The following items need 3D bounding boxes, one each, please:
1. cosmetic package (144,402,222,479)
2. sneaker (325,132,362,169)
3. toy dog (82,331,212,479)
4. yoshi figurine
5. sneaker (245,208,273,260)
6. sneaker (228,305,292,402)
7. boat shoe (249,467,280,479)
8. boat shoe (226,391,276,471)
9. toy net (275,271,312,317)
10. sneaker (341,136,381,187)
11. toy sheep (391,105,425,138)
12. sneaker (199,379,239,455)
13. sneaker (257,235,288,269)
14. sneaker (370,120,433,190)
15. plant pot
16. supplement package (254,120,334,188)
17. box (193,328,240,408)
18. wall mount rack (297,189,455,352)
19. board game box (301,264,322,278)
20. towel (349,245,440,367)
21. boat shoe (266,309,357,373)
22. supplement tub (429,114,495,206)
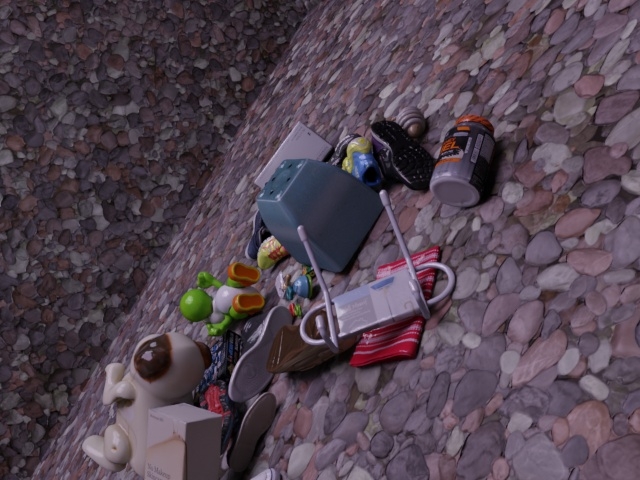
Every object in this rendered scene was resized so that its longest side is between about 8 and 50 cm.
[{"bbox_3d":[-0.328,0.559,1.499,0.160,0.113,0.309,1,88,42],"label":"cosmetic package"},{"bbox_3d":[0.063,-0.246,2.066,0.234,0.078,0.106,-45,28,34],"label":"sneaker"},{"bbox_3d":[-0.466,0.454,1.797,0.395,0.285,0.407,26,105,49],"label":"toy dog"},{"bbox_3d":[-0.338,0.197,2.043,0.362,0.203,0.203,-33,14,51],"label":"yoshi figurine"},{"bbox_3d":[-0.191,-0.047,2.263,0.163,0.086,0.226,-36,38,61],"label":"sneaker"},{"bbox_3d":[-0.187,0.323,1.772,0.147,0.105,0.295,-26,32,54],"label":"sneaker"},{"bbox_3d":[-0.182,0.593,1.419,0.226,0.076,0.083,-52,23,9],"label":"boat shoe"},{"bbox_3d":[-0.179,0.469,1.585,0.065,0.075,0.206,10,72,62],"label":"boat shoe"},{"bbox_3d":[-0.080,0.155,1.853,0.232,0.045,0.122,-176,84,-70],"label":"toy net"},{"bbox_3d":[0.114,-0.177,1.796,0.240,0.091,0.126,87,163,-60],"label":"sneaker"},{"bbox_3d":[0.252,-0.335,1.792,0.091,0.091,0.132,-42,43,30],"label":"toy sheep"},{"bbox_3d":[-0.249,0.479,1.657,0.104,0.125,0.262,-28,23,7],"label":"sneaker"},{"bbox_3d":[-0.134,0.023,2.085,0.208,0.081,0.094,-49,26,15],"label":"sneaker"},{"bbox_3d":[0.218,-0.201,1.699,0.283,0.107,0.124,-114,18,-46],"label":"sneaker"},{"bbox_3d":[-0.023,-0.095,1.750,0.247,0.252,0.248,-56,28,-14],"label":"plant pot"},{"bbox_3d":[-0.088,-0.268,2.228,0.262,0.145,0.204,-53,3,8],"label":"supplement package"},{"bbox_3d":[-0.324,0.408,1.982,0.175,0.051,0.220,-47,24,20],"label":"box"},{"bbox_3d":[0.089,0.067,1.337,0.350,0.130,0.304,-22,42,10],"label":"wall mount rack"},{"bbox_3d":[0.000,0.000,1.918,0.136,0.030,0.259,-44,25,31],"label":"board game box"},{"bbox_3d":[0.164,0.147,1.392,0.199,0.031,0.274,-24,38,50],"label":"towel"},{"bbox_3d":[-0.032,0.264,1.528,0.341,0.110,0.121,-36,36,57],"label":"boat shoe"},{"bbox_3d":[0.320,-0.178,1.406,0.117,0.117,0.190,-22,40,53],"label":"supplement tub"}]
